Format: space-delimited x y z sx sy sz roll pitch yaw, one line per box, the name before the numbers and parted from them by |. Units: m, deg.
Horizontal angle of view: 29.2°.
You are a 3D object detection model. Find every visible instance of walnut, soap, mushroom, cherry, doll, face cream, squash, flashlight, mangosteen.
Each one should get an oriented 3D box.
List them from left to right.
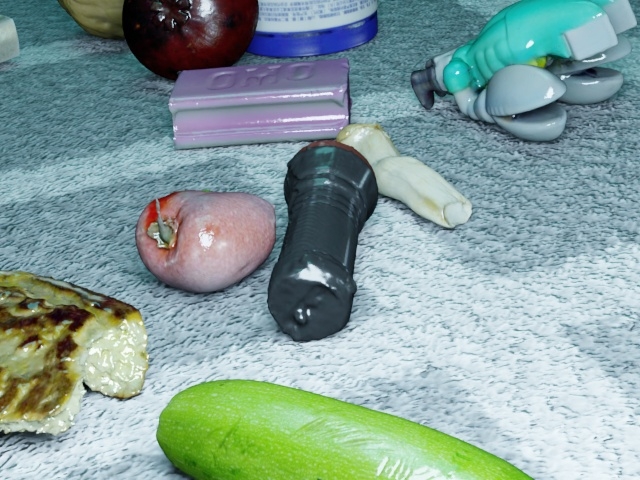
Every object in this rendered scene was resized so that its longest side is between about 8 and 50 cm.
walnut | -0.273 -0.388 1.790 0.245 0.198 0.198 -10 25 -15
mangosteen | -0.161 -0.294 1.593 0.200 0.200 0.200 -4 25 2
cherry | -0.095 0.001 1.046 0.126 0.087 0.106 4 13 -24
soap | -0.066 -0.157 1.398 0.203 0.065 0.122 -4 25 3
face cream | -0.024 -0.336 1.721 0.206 0.111 0.206 -6 24 3
flashlight | 0.000 0.000 1.041 0.093 0.093 0.232 -2 31 8
squash | 0.012 0.139 0.738 0.292 0.082 0.082 13 31 33
mushroom | 0.080 -0.064 1.193 0.059 0.054 0.202 -14 31 -22
doll | 0.237 -0.193 1.356 0.195 0.153 0.258 -35 17 -17

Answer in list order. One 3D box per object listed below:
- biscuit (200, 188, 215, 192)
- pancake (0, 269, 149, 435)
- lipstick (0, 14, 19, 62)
biscuit | -0.124 -0.030 1.198 0.046 0.016 0.089 17 33 39
pancake | -0.244 0.084 0.937 0.212 0.056 0.257 -21 36 -14
lipstick | -0.525 -0.244 1.657 0.077 0.079 0.253 16 33 37
